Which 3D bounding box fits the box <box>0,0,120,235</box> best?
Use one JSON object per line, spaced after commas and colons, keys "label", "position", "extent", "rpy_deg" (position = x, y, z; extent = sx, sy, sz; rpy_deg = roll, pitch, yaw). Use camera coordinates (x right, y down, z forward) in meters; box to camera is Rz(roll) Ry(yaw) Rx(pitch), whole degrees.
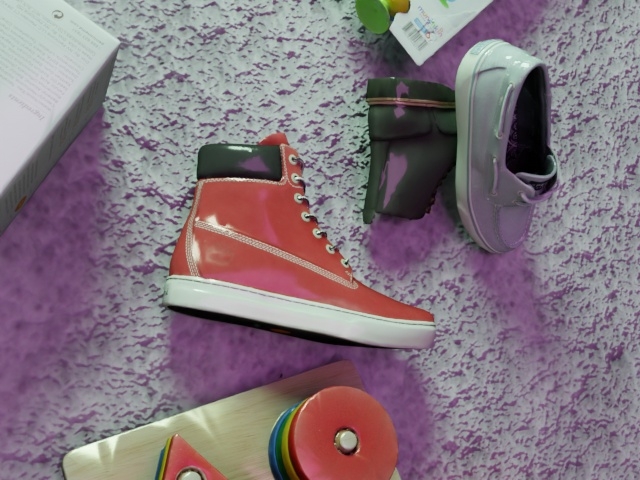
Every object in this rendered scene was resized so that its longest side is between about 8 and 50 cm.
{"label": "box", "position": [-0.239, -0.088, 0.527], "extent": [0.091, 0.130, 0.170], "rpy_deg": [36, 70, -14]}

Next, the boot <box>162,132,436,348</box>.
{"label": "boot", "position": [0.000, 0.000, 0.634], "extent": [0.244, 0.088, 0.176], "rpy_deg": [16, 74, -15]}

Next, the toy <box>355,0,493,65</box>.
{"label": "toy", "position": [0.118, -0.286, 0.740], "extent": [0.137, 0.056, 0.237], "rpy_deg": [49, 61, -7]}

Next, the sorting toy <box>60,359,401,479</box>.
{"label": "sorting toy", "position": [-0.029, 0.235, 0.536], "extent": [0.257, 0.089, 0.255], "rpy_deg": [-14, 72, -27]}

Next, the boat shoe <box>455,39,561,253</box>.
{"label": "boat shoe", "position": [0.177, -0.070, 0.662], "extent": [0.079, 0.081, 0.227], "rpy_deg": [-31, 129, -20]}

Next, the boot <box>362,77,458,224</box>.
{"label": "boot", "position": [0.125, -0.081, 0.715], "extent": [0.198, 0.077, 0.137], "rpy_deg": [3, 96, -25]}
